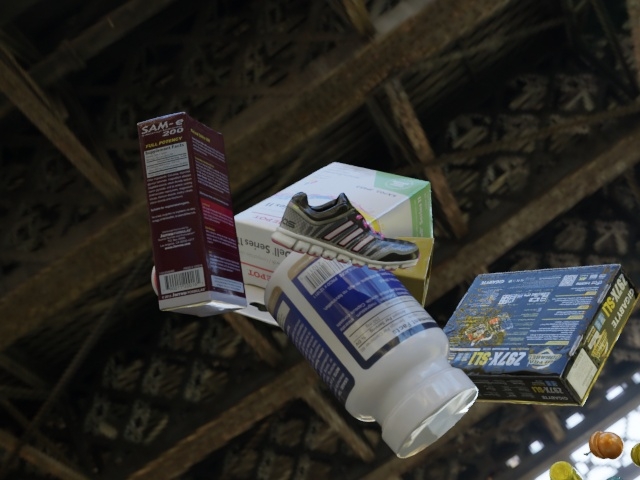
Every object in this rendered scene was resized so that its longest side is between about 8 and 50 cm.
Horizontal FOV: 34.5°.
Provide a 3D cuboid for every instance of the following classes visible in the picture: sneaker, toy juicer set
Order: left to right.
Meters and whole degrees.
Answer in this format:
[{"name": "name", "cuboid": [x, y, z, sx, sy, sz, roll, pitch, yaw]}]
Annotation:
[{"name": "sneaker", "cuboid": [0.034, -0.013, 1.153, 0.170, 0.063, 0.075, 12, -83, -7]}, {"name": "toy juicer set", "cuboid": [0.640, 0.521, 2.095, 0.209, 0.329, 0.089, -42, -46, -8]}]

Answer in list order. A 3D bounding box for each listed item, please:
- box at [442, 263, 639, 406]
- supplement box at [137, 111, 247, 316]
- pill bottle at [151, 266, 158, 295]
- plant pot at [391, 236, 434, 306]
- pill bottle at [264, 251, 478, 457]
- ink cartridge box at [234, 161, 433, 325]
[{"name": "box", "cuboid": [0.349, 0.161, 1.769, 0.079, 0.322, 0.257, 51, -124, -24]}, {"name": "supplement box", "cuboid": [-0.162, -0.029, 1.313, 0.073, 0.239, 0.130, -11, -11, 15]}, {"name": "pill bottle", "cuboid": [-0.197, 0.059, 1.699, 0.160, 0.087, 0.087, -4, -16, 41]}, {"name": "plant pot", "cuboid": [0.104, 0.045, 1.394, 0.083, 0.081, 0.081, 9, -44, 9]}, {"name": "pill bottle", "cuboid": [0.062, 0.124, 1.264, 0.153, 0.265, 0.153, -32, -26, -18]}, {"name": "ink cartridge box", "cuboid": [0.000, 0.000, 1.625, 0.353, 0.207, 0.119, -33, -53, -45]}]
